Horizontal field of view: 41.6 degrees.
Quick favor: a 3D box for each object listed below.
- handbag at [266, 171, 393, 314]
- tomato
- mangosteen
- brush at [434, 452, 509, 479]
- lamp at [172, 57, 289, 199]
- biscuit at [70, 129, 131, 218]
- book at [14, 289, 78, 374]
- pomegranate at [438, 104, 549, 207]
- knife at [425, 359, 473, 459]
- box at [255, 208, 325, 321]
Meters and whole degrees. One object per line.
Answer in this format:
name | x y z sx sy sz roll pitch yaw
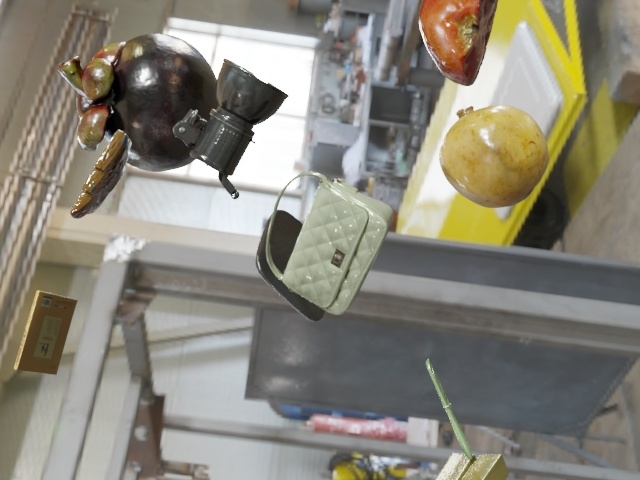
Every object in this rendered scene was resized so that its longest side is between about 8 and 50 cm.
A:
handbag | 0.000 0.000 1.587 0.256 0.219 0.079 -67 -8 25
tomato | 0.259 -0.423 1.610 0.200 0.140 0.233 -38 -37 -62
mangosteen | -0.482 -0.380 2.292 0.382 0.435 0.382 -5 84 47
brush | 0.234 0.448 1.451 0.233 0.103 0.047 -34 -70 -52
lamp | -0.184 -0.221 1.628 0.227 0.172 0.147 -60 20 5
biscuit | -0.259 -0.082 1.024 0.130 0.019 0.119 -56 4 40
book | -0.589 0.200 1.811 0.118 0.012 0.172 28 -105 -59
pomegranate | 0.294 -0.155 1.455 0.196 0.196 0.196 -172 90 -87
knife | 0.227 0.299 1.478 0.207 0.014 0.030 65 -161 -14
box | -0.054 0.054 1.816 0.042 0.212 0.201 -28 28 38
